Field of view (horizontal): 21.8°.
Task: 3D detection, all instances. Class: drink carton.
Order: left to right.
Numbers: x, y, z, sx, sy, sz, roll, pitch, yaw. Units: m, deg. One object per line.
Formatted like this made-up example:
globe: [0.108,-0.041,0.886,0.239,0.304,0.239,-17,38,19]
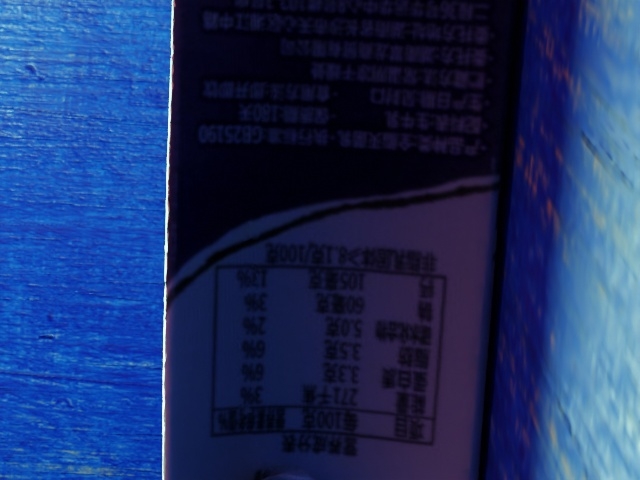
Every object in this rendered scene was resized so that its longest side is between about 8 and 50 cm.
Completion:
drink carton: [0.000,0.001,0.529,0.134,0.102,0.222,-120,32,-78]
